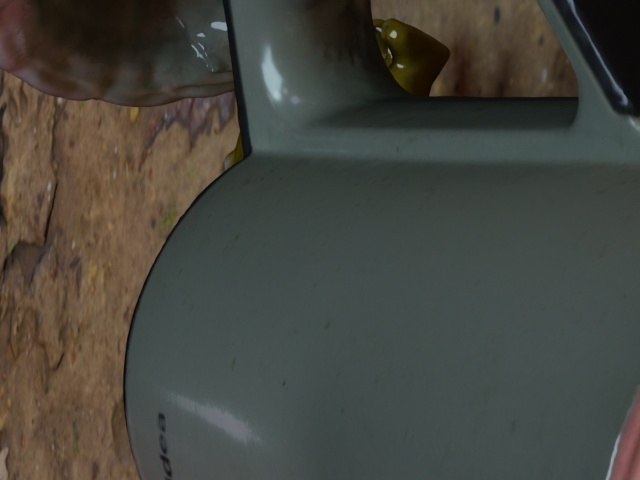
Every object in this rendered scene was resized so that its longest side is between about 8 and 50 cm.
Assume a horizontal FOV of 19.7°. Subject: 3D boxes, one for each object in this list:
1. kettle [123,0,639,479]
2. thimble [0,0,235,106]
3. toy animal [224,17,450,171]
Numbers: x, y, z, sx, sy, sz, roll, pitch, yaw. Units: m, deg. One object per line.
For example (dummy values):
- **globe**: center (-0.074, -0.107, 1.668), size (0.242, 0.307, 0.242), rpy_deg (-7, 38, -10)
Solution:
- **kettle**: center (0.080, 0.023, 0.659), size (0.376, 0.250, 0.361), rpy_deg (11, 118, 62)
- **thimble**: center (-0.102, -0.185, 1.056), size (0.237, 0.237, 0.150), rpy_deg (-52, 42, 45)
- **toy animal**: center (0.000, 0.001, 0.916), size (0.156, 0.156, 0.230), rpy_deg (30, 99, 57)
